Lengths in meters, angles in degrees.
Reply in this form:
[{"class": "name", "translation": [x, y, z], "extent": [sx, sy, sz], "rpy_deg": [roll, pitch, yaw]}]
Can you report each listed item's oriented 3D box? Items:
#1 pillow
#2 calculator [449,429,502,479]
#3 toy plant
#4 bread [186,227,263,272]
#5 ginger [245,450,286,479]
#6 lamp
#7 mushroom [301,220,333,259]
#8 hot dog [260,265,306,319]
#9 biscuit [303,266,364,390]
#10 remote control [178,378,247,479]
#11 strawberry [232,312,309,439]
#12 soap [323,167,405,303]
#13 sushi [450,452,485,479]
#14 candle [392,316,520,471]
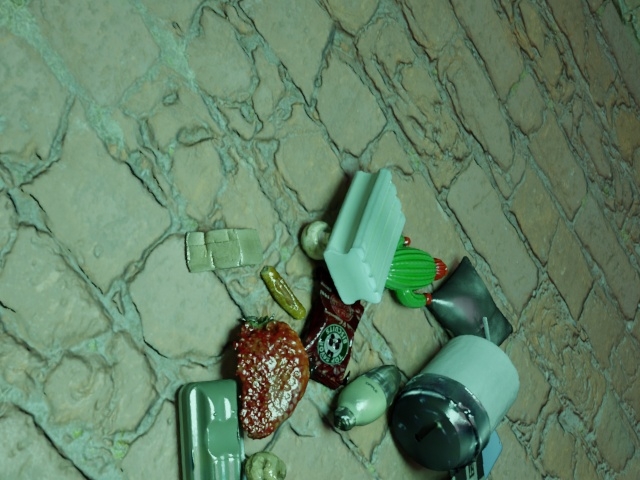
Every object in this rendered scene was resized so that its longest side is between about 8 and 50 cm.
[{"class": "pillow", "translation": [0.366, 0.183, 2.229], "extent": [0.186, 0.106, 0.249], "rpy_deg": [-46, 111, -32]}, {"class": "calculator", "translation": [0.379, 0.520, 2.225], "extent": [0.210, 0.039, 0.121], "rpy_deg": [-48, 118, -40]}, {"class": "toy plant", "translation": [0.210, 0.079, 2.101], "extent": [0.240, 0.088, 0.154], "rpy_deg": [34, 58, -38]}, {"class": "bread", "translation": [-0.182, 0.018, 1.759], "extent": [0.152, 0.105, 0.077], "rpy_deg": [10, 72, -77]}, {"class": "ginger", "translation": [-0.087, 0.507, 1.713], "extent": [0.149, 0.065, 0.258], "rpy_deg": [-49, 131, -68]}, {"class": "lamp", "translation": [0.102, 0.326, 1.932], "extent": [0.250, 0.101, 0.101], "rpy_deg": [-33, 106, -50]}, {"class": "mushroom", "translation": [0.000, 0.000, 1.916], "extent": [0.084, 0.067, 0.083], "rpy_deg": [8, 80, -51]}, {"class": "hot dog", "translation": [-0.074, 0.109, 1.849], "extent": [0.044, 0.028, 0.137], "rpy_deg": [-48, 118, -32]}, {"class": "biscuit", "translation": [0.023, 0.187, 1.907], "extent": [0.151, 0.063, 0.235], "rpy_deg": [36, 59, -35]}, {"class": "remote control", "translation": [-0.185, 0.420, 1.647], "extent": [0.128, 0.066, 0.335], "rpy_deg": [2, 81, -44]}, {"class": "strawberry", "translation": [-0.078, 0.247, 1.730], "extent": [0.175, 0.107, 0.235], "rpy_deg": [14, 62, -62]}, {"class": "soap", "translation": [0.098, -0.011, 1.946], "extent": [0.265, 0.088, 0.159], "rpy_deg": [-69, 145, -44]}, {"class": "sushi", "translation": [0.298, 0.684, 2.064], "extent": [0.296, 0.100, 0.372], "rpy_deg": [-8, 92, -66]}, {"class": "candle", "translation": [0.320, 0.349, 2.069], "extent": [0.342, 0.221, 0.221], "rpy_deg": [-36, 108, -45]}]
